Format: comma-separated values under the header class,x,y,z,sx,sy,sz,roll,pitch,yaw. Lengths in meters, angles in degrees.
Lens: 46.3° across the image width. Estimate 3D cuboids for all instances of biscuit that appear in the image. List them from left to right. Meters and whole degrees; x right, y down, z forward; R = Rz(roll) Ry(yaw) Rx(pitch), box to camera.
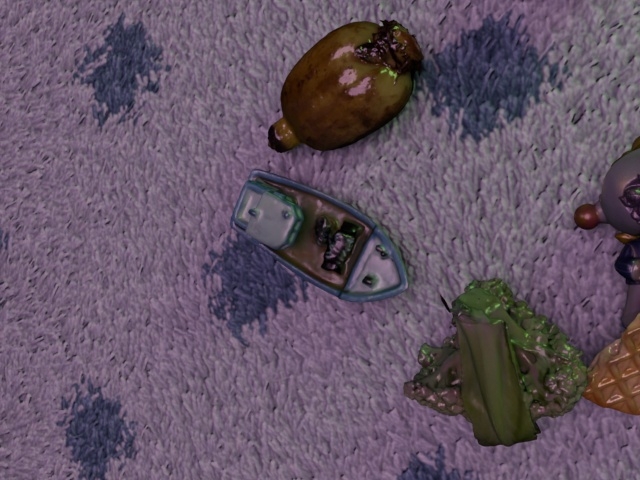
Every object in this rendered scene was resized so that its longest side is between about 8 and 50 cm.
class,x,y,z,sx,sy,sz,roll,pitch,yaw
biscuit,0.511,0.133,1.029,0.204,0.040,0.309,25,112,-12

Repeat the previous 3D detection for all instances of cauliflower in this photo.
class,x,y,z,sx,sy,sz,roll,pitch,yaw
cauliflower,0.241,0.152,1.055,0.239,0.315,0.256,-43,42,-17

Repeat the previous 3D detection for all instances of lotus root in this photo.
class,x,y,z,sx,sy,sz,roll,pitch,yaw
lotus root,0.036,-0.239,1.189,0.314,0.141,0.169,-30,79,28

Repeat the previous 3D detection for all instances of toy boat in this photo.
class,x,y,z,sx,sy,sz,roll,pitch,yaw
toy boat,0.000,0.000,1.214,0.332,0.133,0.145,28,100,17

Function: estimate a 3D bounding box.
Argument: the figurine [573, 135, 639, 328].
class,x,y,z,sx,sy,sz,roll,pitch,yaw
figurine,0.456,-0.008,1.049,0.194,0.133,0.274,18,101,4
